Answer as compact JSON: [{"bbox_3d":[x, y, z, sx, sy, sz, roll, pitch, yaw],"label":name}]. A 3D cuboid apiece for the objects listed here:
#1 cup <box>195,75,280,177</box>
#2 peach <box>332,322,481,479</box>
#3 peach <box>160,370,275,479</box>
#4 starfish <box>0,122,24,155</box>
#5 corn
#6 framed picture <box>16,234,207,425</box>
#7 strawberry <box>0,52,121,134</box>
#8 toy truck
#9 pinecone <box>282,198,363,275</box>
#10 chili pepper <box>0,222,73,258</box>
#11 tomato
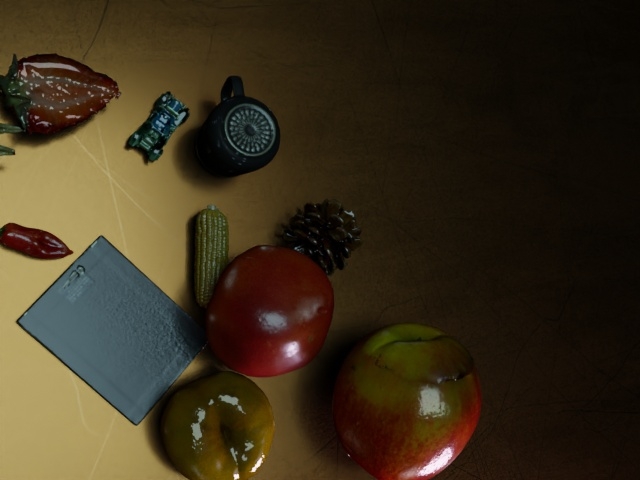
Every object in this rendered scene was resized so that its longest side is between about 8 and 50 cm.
[{"bbox_3d":[-0.193,-0.253,1.784,0.169,0.177,0.222,-3,81,-26],"label":"cup"},{"bbox_3d":[0.198,0.378,1.826,0.370,0.370,0.369,4,81,-27],"label":"peach"},{"bbox_3d":[-0.218,0.407,1.699,0.251,0.153,0.251,5,76,-21],"label":"peach"},{"bbox_3d":[-0.697,-0.225,1.560,0.224,0.050,0.216,14,104,-4],"label":"starfish"},{"bbox_3d":[-0.245,0.038,1.773,0.080,0.080,0.238,3,84,-28],"label":"corn"},{"bbox_3d":[-0.432,0.192,1.690,0.338,0.014,0.255,46,65,-16],"label":"framed picture"},{"bbox_3d":[-0.550,-0.316,1.650,0.228,0.098,0.174,-29,98,-31],"label":"strawberry"},{"bbox_3d":[-0.353,-0.256,1.755,0.080,0.078,0.154,37,68,-17],"label":"toy truck"},{"bbox_3d":[0.000,-0.001,1.867,0.195,0.150,0.179,-40,98,-17],"label":"pinecone"},{"bbox_3d":[-0.594,0.001,1.608,0.191,0.050,0.059,19,58,-32],"label":"chili pepper"},{"bbox_3d":[-0.099,0.164,1.721,0.299,0.226,0.298,-30,132,-41],"label":"tomato"}]
